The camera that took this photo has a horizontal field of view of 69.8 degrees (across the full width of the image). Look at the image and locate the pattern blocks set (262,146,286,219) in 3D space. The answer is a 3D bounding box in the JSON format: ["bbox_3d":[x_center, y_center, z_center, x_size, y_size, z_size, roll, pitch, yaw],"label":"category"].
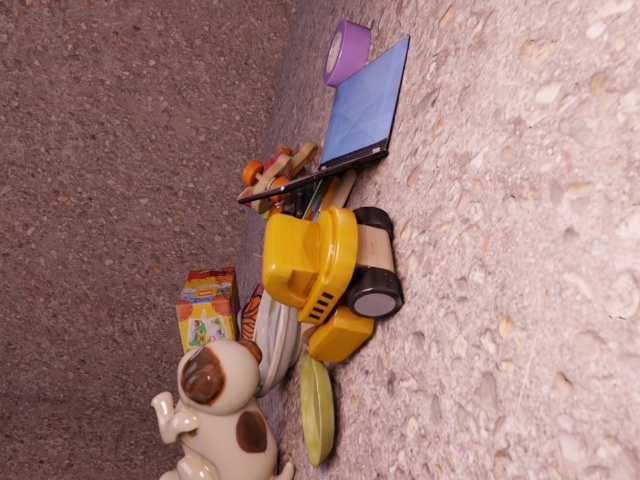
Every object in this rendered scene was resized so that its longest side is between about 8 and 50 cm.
[{"bbox_3d":[-0.187,-0.222,1.800,0.324,0.026,0.286,-8,71,65],"label":"pattern blocks set"}]

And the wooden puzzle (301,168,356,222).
[{"bbox_3d":[0.005,-0.101,1.269,0.221,0.044,0.238,-64,17,0],"label":"wooden puzzle"}]

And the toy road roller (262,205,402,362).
[{"bbox_3d":[-0.008,0.074,0.887,0.330,0.240,0.203,119,158,-47],"label":"toy road roller"}]

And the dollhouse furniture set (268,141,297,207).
[{"bbox_3d":[-0.173,-0.247,2.010,0.259,0.135,0.262,-48,32,41],"label":"dollhouse furniture set"}]

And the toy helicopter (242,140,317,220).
[{"bbox_3d":[-0.116,-0.215,1.571,0.355,0.140,0.235,-50,-17,-34],"label":"toy helicopter"}]

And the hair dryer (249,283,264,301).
[{"bbox_3d":[-0.241,0.286,1.931,0.224,0.080,0.294,-55,28,19],"label":"hair dryer"}]

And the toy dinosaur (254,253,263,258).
[{"bbox_3d":[-0.118,0.078,1.502,0.211,0.112,0.064,49,-161,-64],"label":"toy dinosaur"}]

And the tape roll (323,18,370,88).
[{"bbox_3d":[0.076,-0.547,1.367,0.189,0.080,0.189,-169,90,-75],"label":"tape roll"}]

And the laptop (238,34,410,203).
[{"bbox_3d":[-0.011,-0.273,1.121,0.382,0.407,0.237,1,112,67],"label":"laptop"}]

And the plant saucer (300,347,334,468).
[{"bbox_3d":[-0.007,0.353,0.984,0.241,0.037,0.241,180,90,-79],"label":"plant saucer"}]

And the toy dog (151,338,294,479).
[{"bbox_3d":[-0.262,0.456,1.189,0.395,0.284,0.409,10,109,39],"label":"toy dog"}]

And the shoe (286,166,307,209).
[{"bbox_3d":[-0.097,-0.180,1.710,0.058,0.076,0.219,159,120,-66],"label":"shoe"}]

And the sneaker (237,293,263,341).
[{"bbox_3d":[-0.219,0.326,1.679,0.180,0.124,0.321,-51,42,28],"label":"sneaker"}]

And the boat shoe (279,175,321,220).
[{"bbox_3d":[-0.080,-0.077,1.501,0.340,0.112,0.127,118,158,-45],"label":"boat shoe"}]

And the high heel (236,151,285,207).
[{"bbox_3d":[-0.216,-0.226,1.687,0.244,0.117,0.082,-59,32,30],"label":"high heel"}]

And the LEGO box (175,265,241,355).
[{"bbox_3d":[-0.418,0.405,1.857,0.372,0.192,0.501,-112,17,-72],"label":"LEGO box"}]

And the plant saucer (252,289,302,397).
[{"bbox_3d":[-0.124,0.278,1.414,0.400,0.100,0.401,-168,90,-74],"label":"plant saucer"}]

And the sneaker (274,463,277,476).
[{"bbox_3d":[-0.216,0.758,1.335,0.126,0.127,0.322,-138,63,-74],"label":"sneaker"}]
